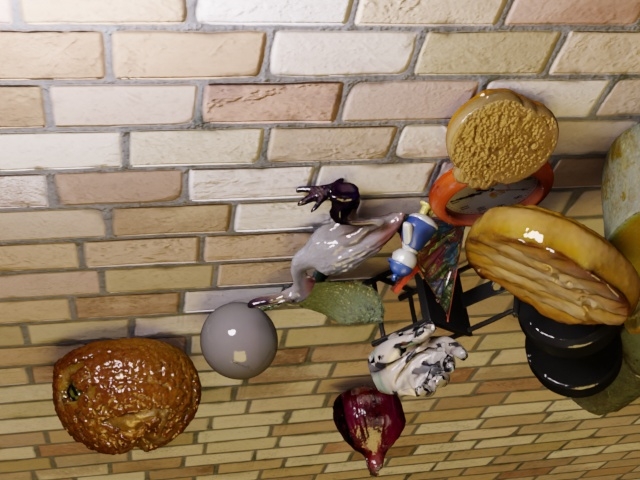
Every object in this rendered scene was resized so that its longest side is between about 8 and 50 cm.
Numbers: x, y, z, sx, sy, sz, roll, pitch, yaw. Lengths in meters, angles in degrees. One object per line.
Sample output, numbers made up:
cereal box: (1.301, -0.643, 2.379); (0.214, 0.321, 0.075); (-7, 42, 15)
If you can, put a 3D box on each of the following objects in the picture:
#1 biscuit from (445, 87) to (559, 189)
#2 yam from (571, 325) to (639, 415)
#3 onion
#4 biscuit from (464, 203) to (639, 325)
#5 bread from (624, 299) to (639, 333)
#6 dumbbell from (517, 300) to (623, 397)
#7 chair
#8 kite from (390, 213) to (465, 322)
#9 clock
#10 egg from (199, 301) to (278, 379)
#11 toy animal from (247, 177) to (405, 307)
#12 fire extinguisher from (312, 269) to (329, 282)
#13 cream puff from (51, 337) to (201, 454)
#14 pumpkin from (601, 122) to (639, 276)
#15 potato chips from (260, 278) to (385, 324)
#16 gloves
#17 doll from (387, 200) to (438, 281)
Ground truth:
biscuit: (0.260, -0.149, 1.405); (0.170, 0.050, 0.170); (-6, 130, -7)
yam: (0.718, 0.315, 2.289); (0.161, 0.161, 0.268); (2, 146, -20)
onion: (0.132, 0.457, 2.297); (0.140, 0.218, 0.195); (-21, 150, 17)
biscuit: (0.377, 0.037, 1.538); (0.296, 0.102, 0.296); (28, 166, 8)
bread: (0.779, 0.067, 1.850); (0.376, 0.165, 0.236); (-12, 153, 2)
dumbbell: (0.510, 0.178, 1.930); (0.204, 0.203, 0.322); (-15, 150, 10)
chair: (0.224, 0.107, 1.773); (0.260, 0.154, 0.141); (-29, 146, 34)
kite: (0.194, 0.032, 1.655); (0.189, 0.232, 0.009); (-40, -160, -17)
clock: (0.277, -0.085, 1.547); (0.205, 0.051, 0.205); (-8, 152, -4)
egg: (-0.154, 0.193, 1.817); (0.147, 0.146, 0.198); (-14, 164, 8)
toy animal: (0.016, 0.012, 1.604); (0.195, 0.090, 0.324); (9, 136, -20)
fire extinguisher: (0.006, 0.052, 1.739); (0.038, 0.025, 0.083); (-4, 150, -14)
cream puff: (-0.387, 0.323, 1.917); (0.303, 0.212, 0.303); (-12, 152, -6)
pumpkin: (0.614, -0.083, 1.531); (0.333, 0.199, 0.332); (0, 150, 0)
potato chips: (0.004, 0.119, 1.777); (0.228, 0.059, 0.167); (8, 154, -7)
gloves: (0.184, 0.218, 1.704); (0.212, 0.127, 0.111); (-15, 163, 37)
doll: (0.154, 0.004, 1.595); (0.058, 0.142, 0.099); (23, 175, 33)
